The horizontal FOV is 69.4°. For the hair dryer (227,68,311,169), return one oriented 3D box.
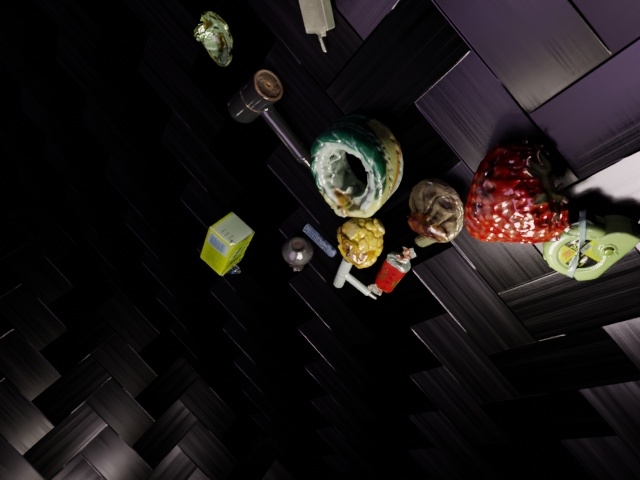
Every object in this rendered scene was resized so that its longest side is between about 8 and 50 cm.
[{"bbox_3d":[-0.137,-0.350,1.481,0.189,0.107,0.352,-18,115,49],"label":"hair dryer"}]

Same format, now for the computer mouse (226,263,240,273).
[{"bbox_3d":[-0.426,0.117,2.143,0.134,0.047,0.079,10,142,20],"label":"computer mouse"}]

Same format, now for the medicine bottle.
[{"bbox_3d":[-0.402,0.018,1.970,0.141,0.137,0.250,40,140,4],"label":"medicine bottle"}]

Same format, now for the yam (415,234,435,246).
[{"bbox_3d":[0.334,-0.010,1.403,0.043,0.043,0.094,51,140,-7],"label":"yam"}]

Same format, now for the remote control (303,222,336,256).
[{"bbox_3d":[-0.001,0.001,1.707,0.152,0.027,0.043,43,146,5],"label":"remote control"}]

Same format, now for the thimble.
[{"bbox_3d":[0.102,-0.208,1.336,0.254,0.167,0.288,22,134,26],"label":"thimble"}]

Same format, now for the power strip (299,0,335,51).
[{"bbox_3d":[-0.006,-0.582,1.210,0.075,0.042,0.175,11,130,34],"label":"power strip"}]

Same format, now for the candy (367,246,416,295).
[{"bbox_3d":[0.239,0.108,1.569,0.086,0.059,0.292,36,140,9],"label":"candy"}]

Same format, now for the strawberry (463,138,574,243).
[{"bbox_3d":[0.433,-0.105,1.120,0.280,0.150,0.254,2,106,62],"label":"strawberry"}]

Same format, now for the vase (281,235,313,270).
[{"bbox_3d":[-0.090,0.060,1.773,0.120,0.120,0.183,34,152,13],"label":"vase"}]

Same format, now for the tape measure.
[{"bbox_3d":[0.635,0.009,1.121,0.175,0.106,0.200,24,138,5],"label":"tape measure"}]

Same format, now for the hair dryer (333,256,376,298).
[{"bbox_3d":[0.144,0.151,1.706,0.183,0.044,0.155,29,139,11],"label":"hair dryer"}]

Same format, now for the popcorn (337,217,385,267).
[{"bbox_3d":[0.129,-0.007,1.511,0.140,0.163,0.194,37,175,38],"label":"popcorn"}]

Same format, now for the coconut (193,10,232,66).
[{"bbox_3d":[-0.325,-0.628,1.428,0.133,0.055,0.158,25,134,24],"label":"coconut"}]

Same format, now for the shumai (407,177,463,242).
[{"bbox_3d":[0.299,-0.067,1.291,0.201,0.120,0.202,39,142,39],"label":"shumai"}]
